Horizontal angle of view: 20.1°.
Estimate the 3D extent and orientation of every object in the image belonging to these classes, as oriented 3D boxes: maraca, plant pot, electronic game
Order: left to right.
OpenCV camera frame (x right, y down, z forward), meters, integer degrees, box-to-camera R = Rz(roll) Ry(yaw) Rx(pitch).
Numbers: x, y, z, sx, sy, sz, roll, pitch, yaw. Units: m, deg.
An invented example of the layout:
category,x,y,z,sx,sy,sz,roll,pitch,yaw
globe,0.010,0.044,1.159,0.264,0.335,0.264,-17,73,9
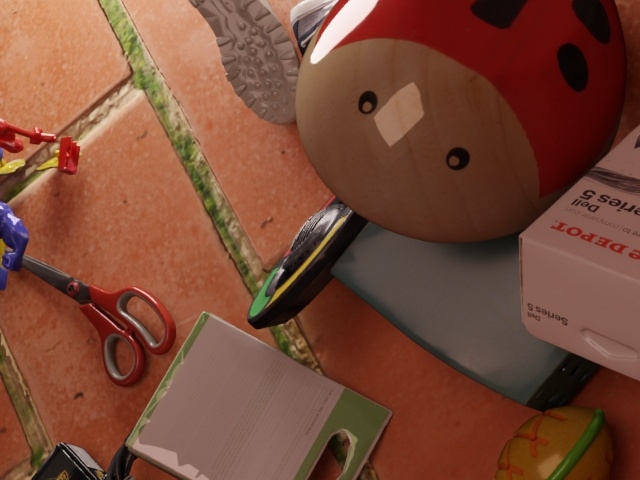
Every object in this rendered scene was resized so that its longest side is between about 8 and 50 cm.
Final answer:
category,x,y,z,sx,sy,sz,roll,pitch,yaw
electronic game,0.000,0.000,1.881,0.048,0.229,0.229,38,98,-7
plant pot,0.170,0.054,1.782,0.234,0.165,0.165,42,98,26
maraca,0.210,0.233,1.727,0.099,0.127,0.185,40,105,6

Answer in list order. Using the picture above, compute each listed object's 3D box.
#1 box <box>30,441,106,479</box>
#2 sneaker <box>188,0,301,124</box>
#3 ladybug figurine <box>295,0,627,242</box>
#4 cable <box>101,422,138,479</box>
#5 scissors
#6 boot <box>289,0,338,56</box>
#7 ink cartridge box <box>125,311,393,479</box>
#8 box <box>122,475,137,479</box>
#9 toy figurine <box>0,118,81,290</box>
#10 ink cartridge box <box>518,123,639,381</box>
category,x,y,z,sx,sy,sz,roll,pitch,yaw
box,-0.293,0.364,2.019,0.175,0.051,0.220,42,98,32
sneaker,-0.076,-0.239,2.066,0.090,0.095,0.235,-29,82,15
ladybug figurine,0.153,-0.178,1.731,0.305,0.449,0.162,28,134,6
cable,-0.153,0.252,1.961,0.150,0.047,0.184,40,77,21
scissors,-0.271,0.057,2.123,0.297,0.021,0.109,44,108,36
boot,0.055,-0.248,2.003,0.190,0.069,0.086,-25,70,31
ink cartridge box,-0.064,0.202,1.914,0.235,0.056,0.171,27,76,10
box,-0.189,0.377,1.905,0.191,0.045,0.184,40,95,1
toy figurine,-0.467,-0.015,2.163,0.363,0.191,0.217,-4,75,31
ink cartridge box,0.335,0.000,1.636,0.198,0.114,0.273,22,46,33
